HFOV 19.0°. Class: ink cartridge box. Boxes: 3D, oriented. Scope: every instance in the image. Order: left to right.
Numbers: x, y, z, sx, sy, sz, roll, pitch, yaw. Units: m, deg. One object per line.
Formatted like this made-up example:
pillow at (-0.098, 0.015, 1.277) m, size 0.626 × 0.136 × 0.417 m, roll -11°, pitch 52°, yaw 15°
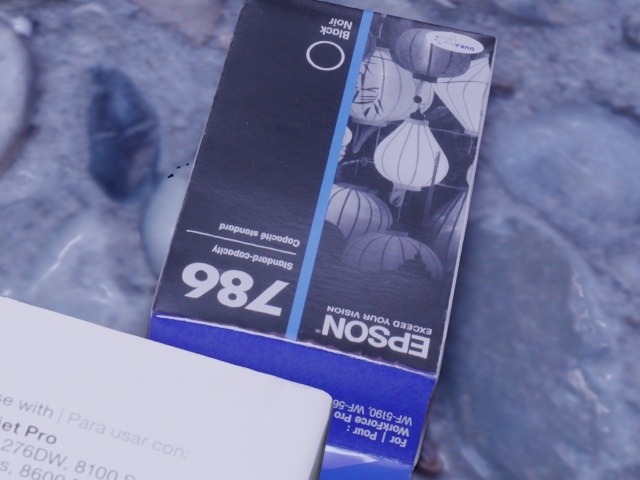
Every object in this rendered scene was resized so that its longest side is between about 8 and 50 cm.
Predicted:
ink cartridge box at (-0.132, 0.263, 0.752) m, size 0.166 × 0.285 × 0.395 m, roll 16°, pitch 53°, yaw 4°
ink cartridge box at (0.000, 0.000, 1.108) m, size 0.165 × 0.065 × 0.332 m, roll 12°, pitch 54°, yaw 0°
